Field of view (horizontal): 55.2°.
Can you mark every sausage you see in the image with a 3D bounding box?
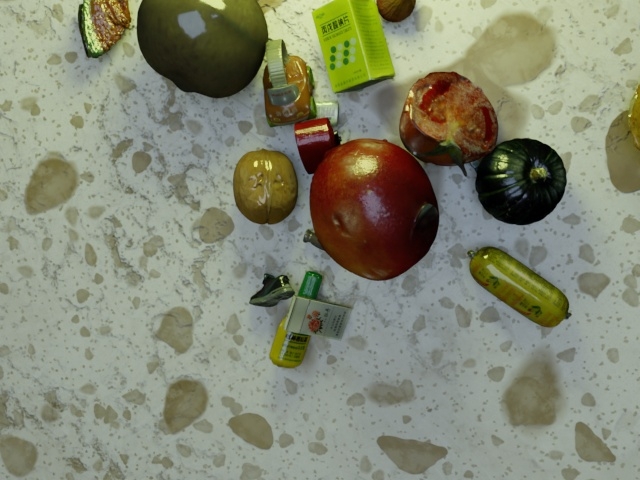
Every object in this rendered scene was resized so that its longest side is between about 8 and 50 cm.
[{"bbox_3d":[0.568,0.132,1.762,0.347,0.123,0.123,34,100,3],"label":"sausage"}]

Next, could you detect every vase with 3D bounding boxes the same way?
[{"bbox_3d":[0.000,0.000,1.864,0.101,0.053,0.053,18,99,9],"label":"vase"}]

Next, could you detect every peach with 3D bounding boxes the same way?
[{"bbox_3d":[0.164,-0.074,1.667,0.310,0.335,0.405,15,122,47],"label":"peach"}]

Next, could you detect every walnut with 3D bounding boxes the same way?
[{"bbox_3d":[-0.164,-0.158,1.807,0.193,0.193,0.225,-10,92,9],"label":"walnut"}]

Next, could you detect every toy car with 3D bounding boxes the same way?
[{"bbox_3d":[-0.106,-0.452,1.723,0.145,0.235,0.235,-10,95,9],"label":"toy car"}]

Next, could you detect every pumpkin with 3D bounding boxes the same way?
[{"bbox_3d":[0.559,-0.165,1.687,0.250,0.216,0.249,2,83,-14],"label":"pumpkin"}]

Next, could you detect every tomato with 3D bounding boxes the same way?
[{"bbox_3d":[0.332,-0.318,1.707,0.309,0.309,0.170,49,143,0],"label":"tomato"}]

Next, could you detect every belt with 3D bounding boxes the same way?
[{"bbox_3d":[0.003,-0.271,1.762,0.124,0.201,0.128,-10,69,7],"label":"belt"}]

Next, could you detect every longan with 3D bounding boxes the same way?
[{"bbox_3d":[-0.331,-0.572,1.712,0.361,0.361,0.360,1,97,8],"label":"longan"}]

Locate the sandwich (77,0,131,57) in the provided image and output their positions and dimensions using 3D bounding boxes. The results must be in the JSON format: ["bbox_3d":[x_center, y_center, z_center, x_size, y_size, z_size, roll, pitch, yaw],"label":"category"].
[{"bbox_3d":[-0.652,-0.649,1.861,0.160,0.109,0.184,-9,94,-11],"label":"sandwich"}]

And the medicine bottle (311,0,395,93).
[{"bbox_3d":[0.091,-0.552,1.724,0.137,0.141,0.250,-10,99,42],"label":"medicine bottle"}]

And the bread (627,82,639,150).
[{"bbox_3d":[1.021,-0.352,1.597,0.398,0.215,0.398,0,92,11],"label":"bread"}]

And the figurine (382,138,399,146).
[{"bbox_3d":[0.198,-0.250,1.799,0.071,0.067,0.083,28,117,24],"label":"figurine"}]

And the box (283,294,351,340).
[{"bbox_3d":[-0.008,0.236,1.853,0.198,0.029,0.109,15,97,-27],"label":"box"}]

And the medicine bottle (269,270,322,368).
[{"bbox_3d":[-0.067,0.243,1.889,0.111,0.076,0.308,15,96,-28],"label":"medicine bottle"}]

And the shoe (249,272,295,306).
[{"bbox_3d":[-0.155,0.146,1.897,0.169,0.071,0.099,-24,65,32],"label":"shoe"}]

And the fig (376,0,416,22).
[{"bbox_3d":[0.206,-0.673,1.708,0.119,0.153,0.119,5,106,17],"label":"fig"}]

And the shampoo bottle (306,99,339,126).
[{"bbox_3d":[-0.022,-0.380,1.825,0.152,0.045,0.077,2,99,6],"label":"shampoo bottle"}]

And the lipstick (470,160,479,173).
[{"bbox_3d":[0.458,-0.211,1.787,0.025,0.025,0.107,-29,97,10],"label":"lipstick"}]
